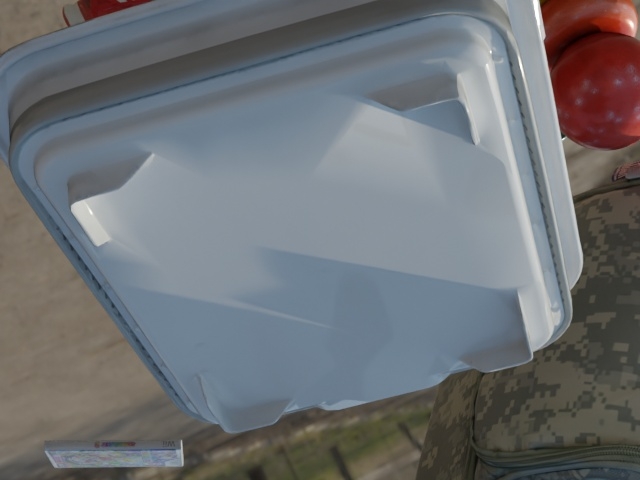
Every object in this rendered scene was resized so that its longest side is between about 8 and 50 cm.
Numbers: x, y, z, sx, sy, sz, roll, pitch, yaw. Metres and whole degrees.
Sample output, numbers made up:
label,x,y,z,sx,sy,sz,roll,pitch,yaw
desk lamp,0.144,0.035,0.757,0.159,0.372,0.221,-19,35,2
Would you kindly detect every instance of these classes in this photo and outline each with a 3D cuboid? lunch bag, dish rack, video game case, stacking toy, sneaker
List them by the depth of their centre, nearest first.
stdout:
label,x,y,z,sx,sy,sz,roll,pitch,yaw
dish rack,0.000,0.000,0.707,0.286,0.072,0.332,-15,142,8
lunch bag,0.227,0.110,0.991,0.256,0.213,0.305,-49,-164,53
stacking toy,0.185,-0.215,1.027,0.141,0.330,0.141,-10,150,-6
video game case,-0.188,0.196,1.184,0.122,0.011,0.087,0,160,-5
sneaker,-0.212,-0.228,1.567,0.128,0.221,0.087,-34,175,8

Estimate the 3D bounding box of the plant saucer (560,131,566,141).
label,x,y,z,sx,sy,sz,roll,pitch,yaw
plant saucer,0.223,-0.121,1.443,0.119,0.119,0.021,-22,124,-22
